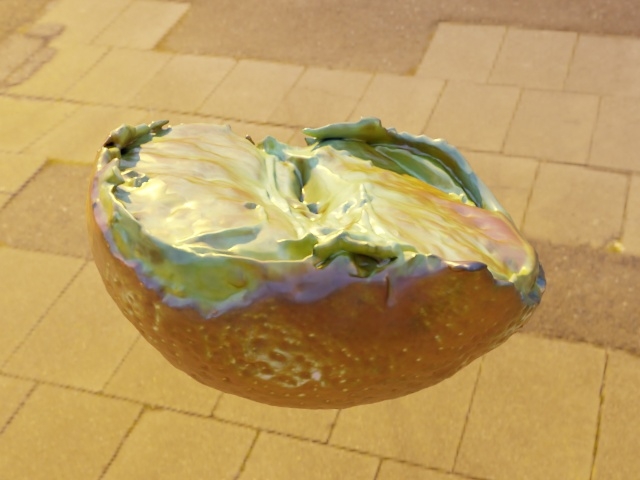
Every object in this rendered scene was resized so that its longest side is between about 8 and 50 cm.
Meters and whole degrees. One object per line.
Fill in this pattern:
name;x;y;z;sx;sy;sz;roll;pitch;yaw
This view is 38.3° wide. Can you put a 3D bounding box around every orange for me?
orange;-0.003;0.008;0.698;0.334;0.196;0.262;-5;44;-15
